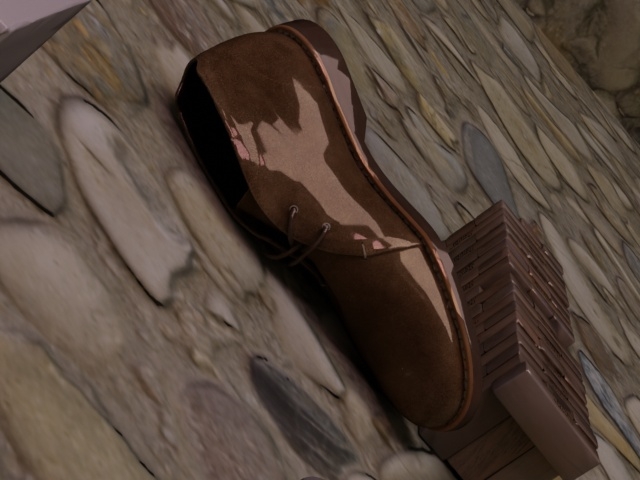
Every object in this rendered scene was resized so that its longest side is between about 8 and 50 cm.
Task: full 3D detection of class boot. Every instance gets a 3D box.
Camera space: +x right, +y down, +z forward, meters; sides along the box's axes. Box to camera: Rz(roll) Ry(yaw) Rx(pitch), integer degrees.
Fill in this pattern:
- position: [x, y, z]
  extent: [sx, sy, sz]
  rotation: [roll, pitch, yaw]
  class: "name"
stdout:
- position: [0.000, 0.000, 1.224]
  extent: [0.115, 0.112, 0.305]
  rotation: [-18, 74, -41]
  class: "boot"

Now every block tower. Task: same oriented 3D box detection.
- position: [0.135, 0.080, 1.392]
  extent: [0.091, 0.097, 0.335]
  rotation: [49, 15, -15]
  class: "block tower"

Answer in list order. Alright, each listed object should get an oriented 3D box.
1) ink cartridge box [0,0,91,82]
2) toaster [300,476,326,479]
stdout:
- position: [-0.220, -0.167, 0.909]
  extent: [0.203, 0.086, 0.148]
  rotation: [52, 16, -5]
  class: "ink cartridge box"
- position: [0.023, 0.203, 0.736]
  extent: [0.168, 0.110, 0.186]
  rotation: [35, 19, -8]
  class: "toaster"
